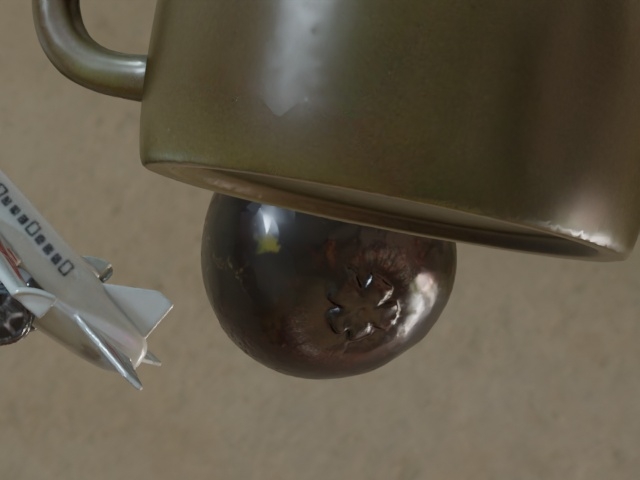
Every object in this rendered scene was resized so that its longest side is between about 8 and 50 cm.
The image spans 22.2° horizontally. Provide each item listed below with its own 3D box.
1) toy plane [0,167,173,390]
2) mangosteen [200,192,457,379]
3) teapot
[{"bbox_3d":[-0.139,0.004,0.713,0.171,0.162,0.065,34,93,-2],"label":"toy plane"},{"bbox_3d":[0.000,0.000,1.446,0.228,0.228,0.265,9,22,-20],"label":"mangosteen"},{"bbox_3d":[0.026,-0.094,0.586,0.267,0.185,0.175,11,85,10],"label":"teapot"}]
